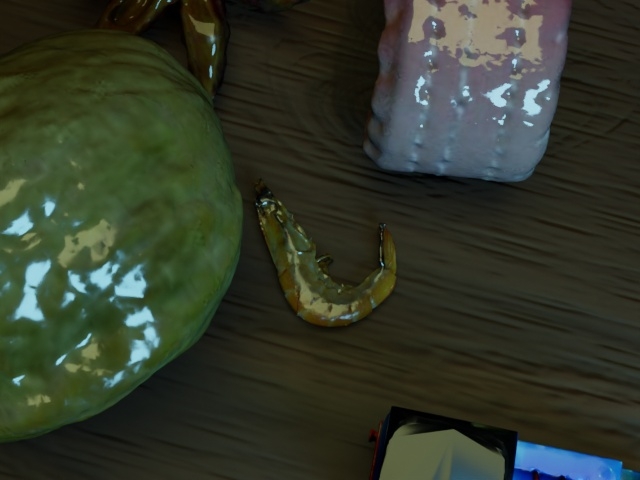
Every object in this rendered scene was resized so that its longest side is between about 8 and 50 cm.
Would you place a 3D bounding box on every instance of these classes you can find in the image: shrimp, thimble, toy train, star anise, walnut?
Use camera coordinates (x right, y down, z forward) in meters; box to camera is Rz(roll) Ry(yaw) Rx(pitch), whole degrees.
[{"bbox_3d":[0.000,0.000,0.852,0.091,0.025,0.127,-33,81,-11],"label":"shrimp"},{"bbox_3d":[0.100,-0.136,0.825,0.125,0.163,0.190,9,87,1],"label":"thimble"},{"bbox_3d":[0.126,0.169,0.747,0.204,0.131,0.083,11,73,2],"label":"toy train"},{"bbox_3d":[-0.104,-0.205,0.869,0.212,0.111,0.196,12,92,-29],"label":"star anise"},{"bbox_3d":[-0.175,-0.004,0.744,0.283,0.227,0.283,-1,62,3],"label":"walnut"}]
